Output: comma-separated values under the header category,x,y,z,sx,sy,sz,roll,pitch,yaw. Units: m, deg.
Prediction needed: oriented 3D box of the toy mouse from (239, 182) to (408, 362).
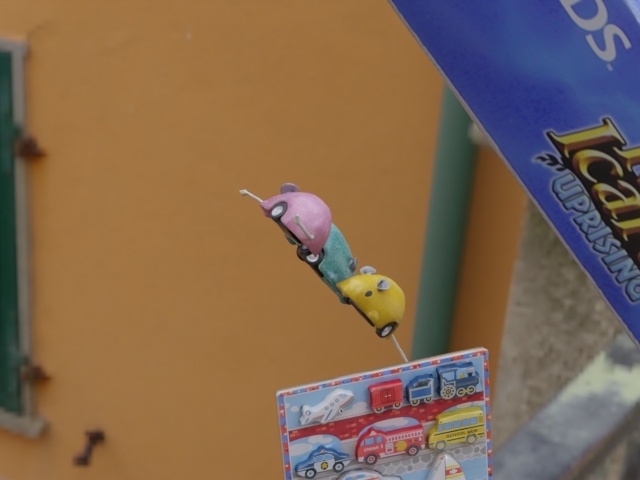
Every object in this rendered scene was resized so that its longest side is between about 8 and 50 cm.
category,x,y,z,sx,sy,sz,roll,pitch,yaw
toy mouse,0.000,0.000,1.026,0.031,0.161,0.143,-43,54,-3

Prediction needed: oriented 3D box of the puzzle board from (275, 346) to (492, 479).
category,x,y,z,sx,sy,sz,roll,pitch,yaw
puzzle board,0.040,0.118,0.953,0.128,0.096,0.011,-11,24,-12

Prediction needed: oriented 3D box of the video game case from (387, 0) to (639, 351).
category,x,y,z,sx,sy,sz,roll,pitch,yaw
video game case,0.125,-0.067,0.519,0.061,0.269,0.244,-26,23,31
